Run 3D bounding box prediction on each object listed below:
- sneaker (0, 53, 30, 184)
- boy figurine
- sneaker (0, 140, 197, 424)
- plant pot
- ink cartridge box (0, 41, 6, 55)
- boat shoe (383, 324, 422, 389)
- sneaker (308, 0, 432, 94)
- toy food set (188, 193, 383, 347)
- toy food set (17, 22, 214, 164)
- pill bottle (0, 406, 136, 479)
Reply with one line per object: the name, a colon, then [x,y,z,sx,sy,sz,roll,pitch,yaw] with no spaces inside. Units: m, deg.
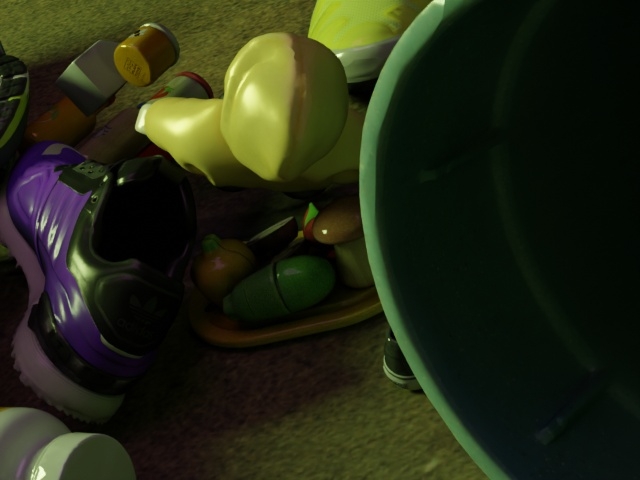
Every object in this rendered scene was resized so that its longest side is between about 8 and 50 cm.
sneaker: [-0.285,-0.089,1.303,0.111,0.121,0.300,-15,20,-9]
boy figurine: [-0.039,-0.077,1.082,0.177,0.092,0.285,6,-4,-2]
sneaker: [-0.146,-0.010,1.120,0.146,0.102,0.293,-52,32,19]
plant pot: [0.254,-0.044,0.770,0.341,0.341,0.334,9,35,43]
ink cartridge box: [-0.474,-0.084,1.470,0.270,0.151,0.395,-12,33,17]
boat shoe: [0.093,0.037,0.993,0.049,0.040,0.142,29,58,34]
sneaker: [0.059,-0.258,1.397,0.145,0.147,0.384,-8,34,20]
toy food set: [0.000,0.000,1.093,0.218,0.071,0.128,-14,31,14]
toy food set: [-0.152,-0.116,1.325,0.104,0.111,0.232,-48,7,-37]
pill bottle: [-0.205,0.151,0.952,0.184,0.103,0.103,-3,35,31]
